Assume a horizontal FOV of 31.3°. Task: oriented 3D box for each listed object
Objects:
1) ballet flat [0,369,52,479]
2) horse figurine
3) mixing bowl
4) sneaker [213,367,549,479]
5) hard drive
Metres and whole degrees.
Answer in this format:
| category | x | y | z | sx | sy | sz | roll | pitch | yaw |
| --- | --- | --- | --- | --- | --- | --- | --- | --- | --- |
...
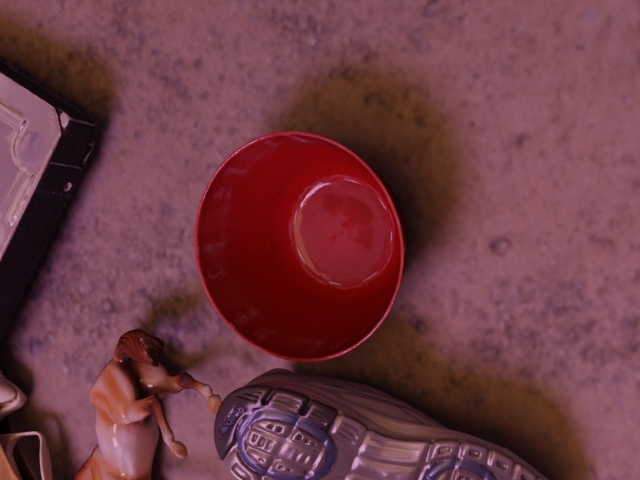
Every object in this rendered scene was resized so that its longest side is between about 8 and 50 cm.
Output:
| category | x | y | z | sx | sy | sz | roll | pitch | yaw |
| --- | --- | --- | --- | --- | --- | --- | --- | --- | --- |
| ballet flat | -0.309 | 0.186 | 1.114 | 0.073 | 0.080 | 0.232 | -24 | 76 | 0 |
| horse figurine | -0.166 | 0.183 | 1.040 | 0.174 | 0.066 | 0.263 | 28 | 119 | 41 |
| mixing bowl | 0.000 | 0.000 | 0.927 | 0.181 | 0.098 | 0.181 | 4 | 99 | 25 |
| sneaker | 0.066 | 0.169 | 0.922 | 0.297 | 0.129 | 0.111 | 24 | 106 | 0 |
| hard drive | -0.371 | -0.016 | 1.073 | 0.237 | 0.064 | 0.339 | 33 | 100 | 23 |
